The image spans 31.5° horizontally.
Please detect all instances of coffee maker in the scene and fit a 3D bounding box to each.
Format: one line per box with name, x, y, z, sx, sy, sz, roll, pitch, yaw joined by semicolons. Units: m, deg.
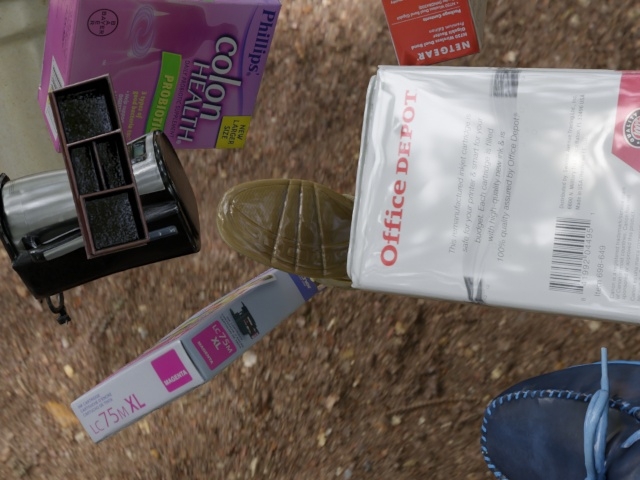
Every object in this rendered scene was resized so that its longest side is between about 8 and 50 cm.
coffee maker;-0.213;-0.016;1.139;0.178;0.171;0.120;-15;61;2

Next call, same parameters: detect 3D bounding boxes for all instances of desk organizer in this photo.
desk organizer;-0.165;-0.055;0.848;0.047;0.050;0.130;-14;92;-14

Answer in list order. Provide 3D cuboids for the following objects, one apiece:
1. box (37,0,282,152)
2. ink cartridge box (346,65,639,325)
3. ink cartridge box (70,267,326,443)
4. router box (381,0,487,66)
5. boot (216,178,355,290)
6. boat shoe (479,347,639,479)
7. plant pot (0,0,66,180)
box;-0.197;-0.223;1.357;0.243;0.213;0.117;-4;44;-27
ink cartridge box;0.139;-0.031;0.767;0.218;0.092;0.158;6;88;27
ink cartridge box;-0.124;0.110;1.299;0.065;0.186;0.311;59;33;0
router box;0.097;-0.365;1.171;0.082;0.335;0.301;-12;111;15
boot;0.000;0.000;1.203;0.262;0.203;0.095;5;84;-18
boat shoe;0.170;0.110;0.538;0.089;0.258;0.109;-13;98;-40
plant pot;-0.393;-0.204;1.673;0.334;0.334;0.305;-19;98;-12
